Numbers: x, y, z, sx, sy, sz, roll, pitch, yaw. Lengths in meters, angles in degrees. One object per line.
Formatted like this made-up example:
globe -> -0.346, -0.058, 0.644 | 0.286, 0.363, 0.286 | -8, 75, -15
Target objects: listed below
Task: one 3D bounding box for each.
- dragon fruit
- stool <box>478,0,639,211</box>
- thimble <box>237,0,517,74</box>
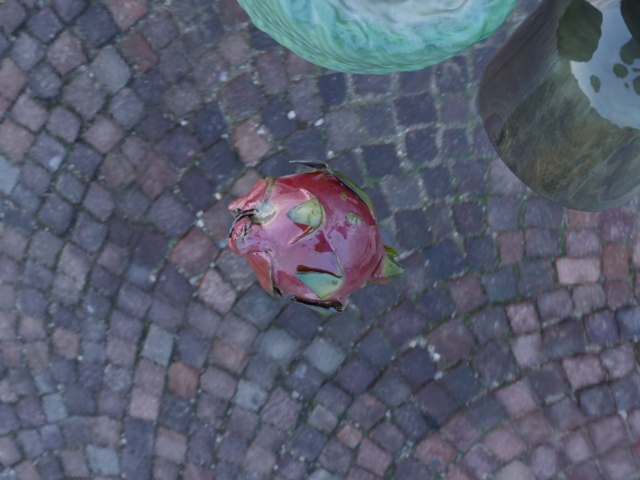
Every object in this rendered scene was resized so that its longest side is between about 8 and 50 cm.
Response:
dragon fruit -> 0.001, 0.002, 0.562 | 0.081, 0.086, 0.116 | -25, 132, 38
stool -> 0.261, -0.156, 0.716 | 0.179, 0.179, 0.264 | 43, 147, 1
thimble -> 0.038, -0.226, 0.645 | 0.219, 0.150, 0.219 | -1, 98, -10
